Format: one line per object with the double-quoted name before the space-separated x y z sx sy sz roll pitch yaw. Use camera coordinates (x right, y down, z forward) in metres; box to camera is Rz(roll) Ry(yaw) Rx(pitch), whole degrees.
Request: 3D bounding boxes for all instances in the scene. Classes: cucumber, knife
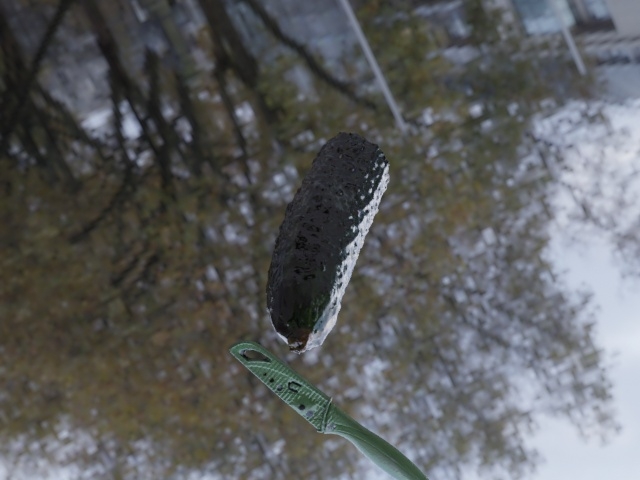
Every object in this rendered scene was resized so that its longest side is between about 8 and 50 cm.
"cucumber" 0.000 0.000 1.015 0.067 0.067 0.293 -21 -162 18
"knife" 0.016 0.206 1.646 0.043 0.293 0.020 -48 -174 20
